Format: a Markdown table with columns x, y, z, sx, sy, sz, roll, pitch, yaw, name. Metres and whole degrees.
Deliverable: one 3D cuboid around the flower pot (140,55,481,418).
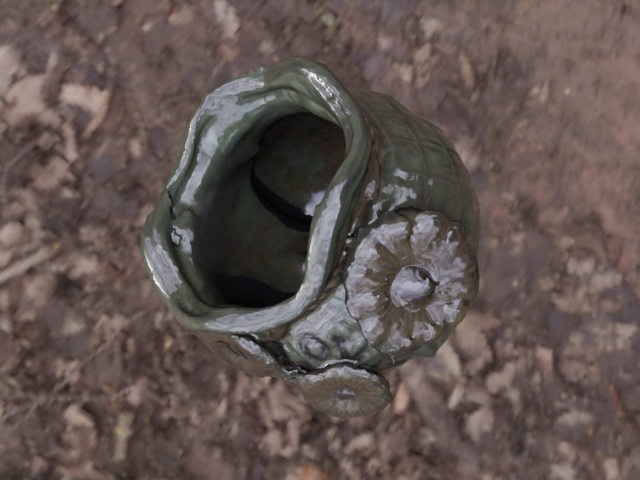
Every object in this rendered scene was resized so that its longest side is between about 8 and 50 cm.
| x | y | z | sx | sy | sz | roll | pitch | yaw | name |
| --- | --- | --- | --- | --- | --- | --- | --- | --- | --- |
| 0.000 | 0.000 | 1.378 | 0.302 | 0.302 | 0.213 | -35 | 141 | 32 | flower pot |
